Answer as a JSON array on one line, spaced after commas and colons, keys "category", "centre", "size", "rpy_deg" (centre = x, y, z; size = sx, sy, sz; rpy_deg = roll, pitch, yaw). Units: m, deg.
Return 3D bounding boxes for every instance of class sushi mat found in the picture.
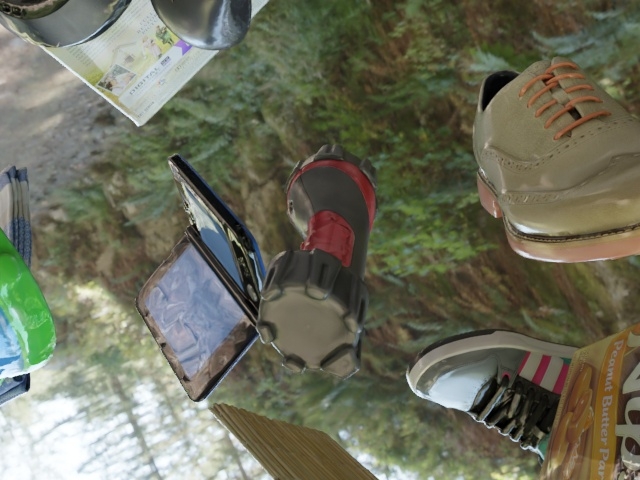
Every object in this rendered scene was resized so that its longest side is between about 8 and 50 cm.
[{"category": "sushi mat", "centre": [0.022, 0.219, 0.657], "size": [0.151, 0.019, 0.317], "rpy_deg": [26, 178, -31]}]

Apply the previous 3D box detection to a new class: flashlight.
[{"category": "flashlight", "centre": [0.000, 0.000, 0.702], "size": [0.103, 0.103, 0.304], "rpy_deg": [3, -157, 7]}]

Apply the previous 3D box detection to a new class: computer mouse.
[{"category": "computer mouse", "centre": [-0.142, -0.304, 0.802], "size": [0.072, 0.189, 0.272], "rpy_deg": [-52, 160, -33]}]

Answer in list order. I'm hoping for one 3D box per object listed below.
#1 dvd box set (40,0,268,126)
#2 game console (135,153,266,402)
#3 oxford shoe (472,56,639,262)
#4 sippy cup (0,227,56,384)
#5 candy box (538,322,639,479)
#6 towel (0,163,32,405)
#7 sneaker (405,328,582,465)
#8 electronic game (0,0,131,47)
[{"category": "dvd box set", "centre": [-0.239, -0.342, 1.060], "size": [0.307, 0.062, 0.420], "rpy_deg": [-45, 167, 0]}, {"category": "game console", "centre": [-0.206, 0.051, 1.182], "size": [0.173, 0.250, 0.293], "rpy_deg": [-28, -137, -17]}, {"category": "oxford shoe", "centre": [0.209, -0.082, 0.678], "size": [0.141, 0.146, 0.397], "rpy_deg": [-18, -166, -3]}, {"category": "sippy cup", "centre": [-0.377, 0.069, 0.609], "size": [0.240, 0.305, 0.224], "rpy_deg": [-5, -151, 48]}, {"category": "candy box", "centre": [0.286, 0.161, 0.635], "size": [0.316, 0.088, 0.182], "rpy_deg": [103, 9, -71]}, {"category": "towel", "centre": [-0.409, 0.071, 0.891], "size": [0.209, 0.284, 0.034], "rpy_deg": [-28, 149, 27]}, {"category": "sneaker", "centre": [0.251, 0.209, 0.876], "size": [0.296, 0.123, 0.178], "rpy_deg": [9, -145, -23]}, {"category": "electronic game", "centre": [-0.199, -0.254, 0.541], "size": [0.229, 0.229, 0.048], "rpy_deg": [-20, -177, 37]}]
